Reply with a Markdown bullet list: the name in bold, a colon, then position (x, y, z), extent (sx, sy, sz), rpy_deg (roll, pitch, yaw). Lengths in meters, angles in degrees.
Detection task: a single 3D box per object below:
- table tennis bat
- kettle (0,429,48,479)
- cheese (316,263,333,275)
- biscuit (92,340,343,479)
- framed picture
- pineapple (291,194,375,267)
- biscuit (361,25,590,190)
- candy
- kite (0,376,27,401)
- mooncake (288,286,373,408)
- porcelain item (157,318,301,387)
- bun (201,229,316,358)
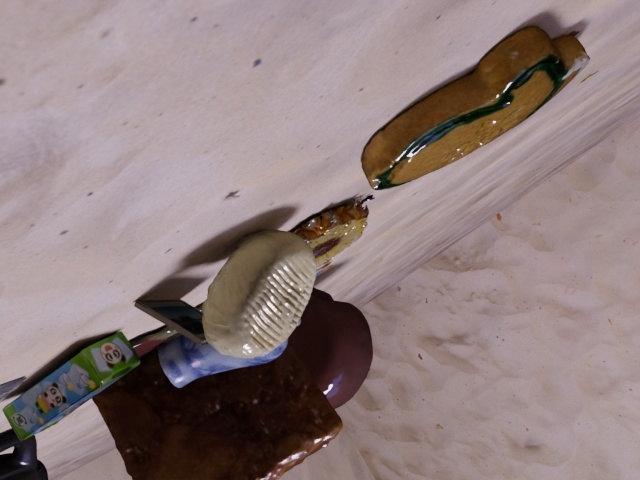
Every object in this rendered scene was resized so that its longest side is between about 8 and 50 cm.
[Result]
- **table tennis bat**: position (-0.300, 0.177, 1.200), extent (0.246, 0.022, 0.138), rpy_deg (-29, 171, 0)
- **kettle**: position (-0.646, 0.487, 1.309), extent (0.207, 0.251, 0.271), rpy_deg (-1, -162, 36)
- **cheese**: position (-0.019, 0.082, 1.560), extent (0.111, 0.017, 0.047), rpy_deg (-27, 172, -22)
- **biscuit**: position (-0.199, 0.344, 1.361), extent (0.394, 0.343, 0.166), rpy_deg (-26, 158, -23)
- **framed picture**: position (-0.186, 0.114, 0.988), extent (0.011, 0.109, 0.149), rpy_deg (-62, 168, 3)
- **pineapple**: position (0.000, 0.000, 1.132), extent (0.221, 0.047, 0.221), rpy_deg (-31, 169, -7)
- **biscuit**: position (0.214, -0.170, 0.899), extent (0.343, 0.057, 0.287), rpy_deg (-27, 169, -25)
- **candy**: position (-0.368, 0.216, 1.032), extent (0.194, 0.062, 0.097), rpy_deg (-35, 176, 22)
- **kite**: position (-0.545, 0.283, 0.998), extent (0.169, 0.015, 0.310), rpy_deg (-22, 163, -50)
- **mooncake**: position (-0.043, 0.273, 1.686), extent (0.174, 0.333, 0.326), rpy_deg (14, 106, -48)
- **porcelain item**: position (-0.163, 0.175, 1.269), extent (0.258, 0.141, 0.141), rpy_deg (-24, 170, 3)
- **bun**: position (-0.089, 0.068, 0.940), extent (0.188, 0.111, 0.164), rpy_deg (-63, 153, -10)
